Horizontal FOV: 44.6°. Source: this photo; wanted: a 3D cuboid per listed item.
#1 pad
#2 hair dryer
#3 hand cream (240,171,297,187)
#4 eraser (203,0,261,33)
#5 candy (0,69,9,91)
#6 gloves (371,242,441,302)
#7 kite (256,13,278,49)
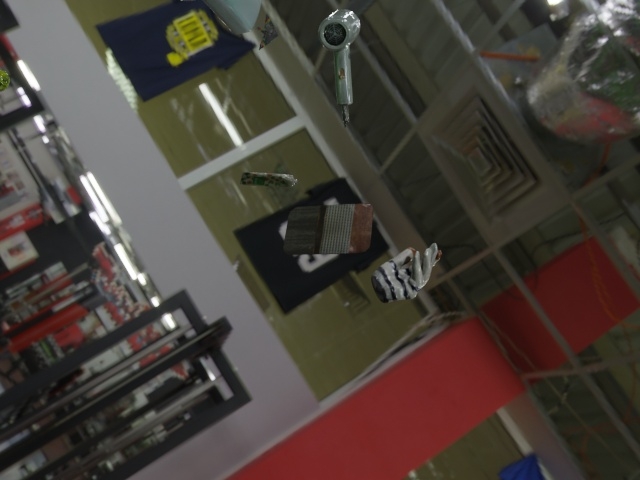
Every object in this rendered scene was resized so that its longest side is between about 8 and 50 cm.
[{"bbox_3d":[0.005,0.019,2.103,0.323,0.250,0.055,-72,155,-49],"label":"pad"},{"bbox_3d":[0.070,-0.518,2.397,0.173,0.108,0.357,-62,149,-63],"label":"hair dryer"},{"bbox_3d":[-0.148,-0.175,2.260,0.057,0.165,0.037,113,-27,-51],"label":"hand cream"},{"bbox_3d":[-0.268,-0.716,2.107,0.290,0.104,0.189,39,50,-58],"label":"eraser"},{"bbox_3d":[-0.499,-0.233,1.186,0.123,0.035,0.035,-114,-138,-62],"label":"candy"},{"bbox_3d":[0.264,0.096,2.281,0.140,0.219,0.131,-173,-116,-74],"label":"gloves"},{"bbox_3d":[-0.173,-0.677,2.545,0.004,0.090,0.122,27,-76,47],"label":"kite"}]
